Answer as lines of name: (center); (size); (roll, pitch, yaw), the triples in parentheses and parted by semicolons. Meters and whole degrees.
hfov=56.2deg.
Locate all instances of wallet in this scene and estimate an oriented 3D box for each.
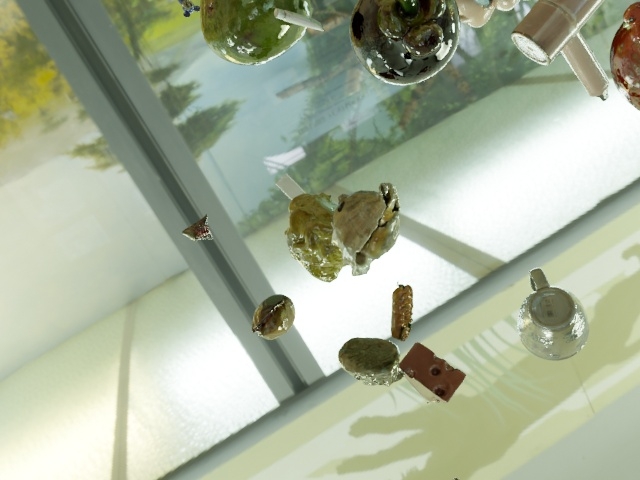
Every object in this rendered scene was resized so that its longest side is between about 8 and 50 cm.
wallet: (-0.113, -0.201, 2.356); (0.061, 0.122, 0.025); (-45, -179, -2)

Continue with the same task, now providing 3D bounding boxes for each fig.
fig: (-0.166, -0.634, 1.661); (0.316, 0.316, 0.316); (-26, -162, 9)

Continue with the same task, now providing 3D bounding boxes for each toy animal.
toy animal: (0.548, -0.818, 1.964); (0.229, 0.210, 0.221); (-33, -177, -17)

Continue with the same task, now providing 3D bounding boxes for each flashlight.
flashlight: (-0.417, -0.729, 1.806); (0.057, 0.121, 0.035); (-36, 173, -14)

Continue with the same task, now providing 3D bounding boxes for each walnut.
walnut: (-0.156, 0.262, 2.060); (0.137, 0.137, 0.245); (-23, -170, 19)

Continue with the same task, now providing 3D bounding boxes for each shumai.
shumai: (0.151, 0.374, 1.790); (0.201, 0.120, 0.201); (-2, -157, 1)

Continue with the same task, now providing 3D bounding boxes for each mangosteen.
mangosteen: (0.231, -0.548, 1.570); (0.297, 0.297, 0.313); (-31, -142, -5)

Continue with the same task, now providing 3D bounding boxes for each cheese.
cheese: (0.350, 0.438, 1.989); (0.128, 0.177, 0.203); (-49, 178, -15)

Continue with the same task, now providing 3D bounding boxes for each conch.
conch: (0.117, -0.041, 1.658); (0.186, 0.324, 0.263); (12, -122, 14)

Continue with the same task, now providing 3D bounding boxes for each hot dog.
hot dog: (0.240, 0.206, 1.737); (0.072, 0.188, 0.055); (-15, -156, -35)

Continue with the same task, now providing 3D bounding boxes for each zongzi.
zongzi: (-0.337, -0.038, 1.691); (0.083, 0.073, 0.067); (-4, -166, -44)

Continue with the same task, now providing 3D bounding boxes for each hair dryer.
hair dryer: (0.570, -0.419, 1.307); (0.189, 0.344, 0.107); (-51, -139, 8)

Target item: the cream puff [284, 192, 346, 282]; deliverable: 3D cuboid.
cream puff: (0.003, 0.004, 2.013); (0.274, 0.323, 0.269); (-10, 129, -63)

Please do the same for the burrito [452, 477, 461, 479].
burrito: (0.370, 0.645, 1.453); (0.042, 0.051, 0.171); (11, -164, -29)

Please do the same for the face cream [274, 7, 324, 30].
face cream: (-0.044, -0.475, 1.290); (0.020, 0.115, 0.038); (-59, -143, 40)

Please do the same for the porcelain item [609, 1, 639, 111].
porcelain item: (0.567, -0.317, 0.935); (0.253, 0.253, 0.253); (-26, -162, 9)

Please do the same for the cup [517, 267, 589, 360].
cup: (0.748, 0.215, 1.956); (0.227, 0.257, 0.301); (-16, -119, 12)
